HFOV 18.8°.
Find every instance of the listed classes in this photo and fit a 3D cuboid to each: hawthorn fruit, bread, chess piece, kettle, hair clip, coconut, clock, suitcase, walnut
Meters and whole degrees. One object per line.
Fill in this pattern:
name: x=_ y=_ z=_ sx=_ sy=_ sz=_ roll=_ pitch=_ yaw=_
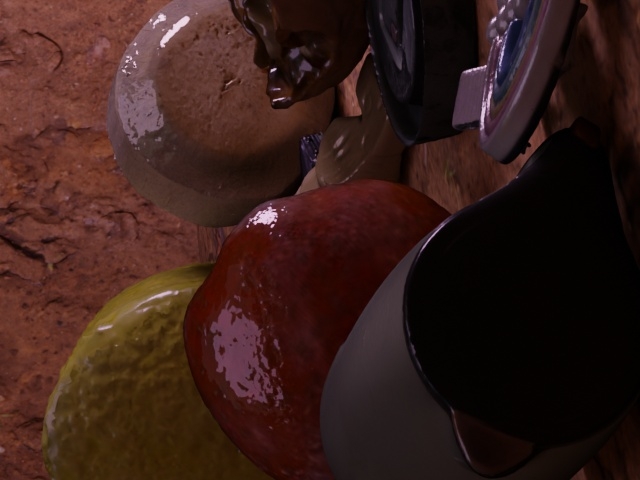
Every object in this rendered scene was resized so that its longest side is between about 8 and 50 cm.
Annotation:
hawthorn fruit: x=0.023 y=0.075 z=1.391 sx=0.263 sy=0.235 sz=0.231 roll=-129 pitch=41 yaw=-61
bread: x=-0.113 y=0.187 z=2.095 sx=0.308 sy=0.348 sz=0.348 roll=-88 pitch=-8 yaw=-77
chess piece: x=0.039 y=-0.076 z=1.700 sx=0.200 sy=0.090 sz=0.090 roll=113 pitch=150 yaw=-52
kettle: x=0.103 y=0.053 z=1.155 sx=0.255 sy=0.165 sz=0.240 roll=108 pitch=-179 yaw=-69
hair clip: x=0.126 y=-0.108 z=1.144 sx=0.220 sy=0.054 sz=0.140 roll=122 pitch=164 yaw=-76
coconut: x=-0.105 y=-0.135 z=2.038 sx=0.266 sy=0.237 sz=0.237 roll=149 pitch=113 yaw=-75
clock: x=0.072 y=-0.180 z=1.467 sx=0.215 sy=0.042 sz=0.215 roll=172 pitch=90 yaw=-81
suitcase: x=0.016 y=-0.056 z=1.885 sx=0.126 sy=0.059 sz=0.086 roll=-118 pitch=23 yaw=-71
walnut: x=-0.011 y=-0.221 z=1.659 sx=0.238 sy=0.141 sz=0.204 roll=-124 pitch=18 yaw=-67
